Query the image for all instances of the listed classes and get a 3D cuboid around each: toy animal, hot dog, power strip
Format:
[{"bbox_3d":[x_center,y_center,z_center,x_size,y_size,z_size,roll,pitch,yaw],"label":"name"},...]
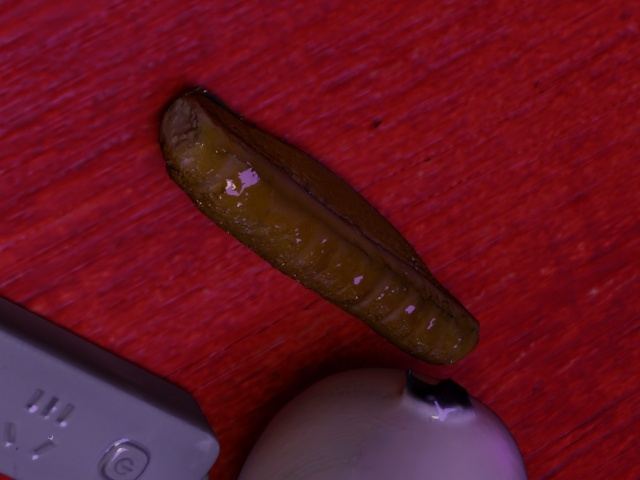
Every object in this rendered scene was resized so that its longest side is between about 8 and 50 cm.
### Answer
[{"bbox_3d":[0.065,0.227,1.252,0.251,0.251,0.310,-40,133,-6],"label":"toy animal"},{"bbox_3d":[0.000,0.001,1.199,0.068,0.083,0.289,-38,129,17],"label":"hot dog"},{"bbox_3d":[-0.209,0.084,1.130,0.385,0.062,0.091,31,100,-36],"label":"power strip"}]
